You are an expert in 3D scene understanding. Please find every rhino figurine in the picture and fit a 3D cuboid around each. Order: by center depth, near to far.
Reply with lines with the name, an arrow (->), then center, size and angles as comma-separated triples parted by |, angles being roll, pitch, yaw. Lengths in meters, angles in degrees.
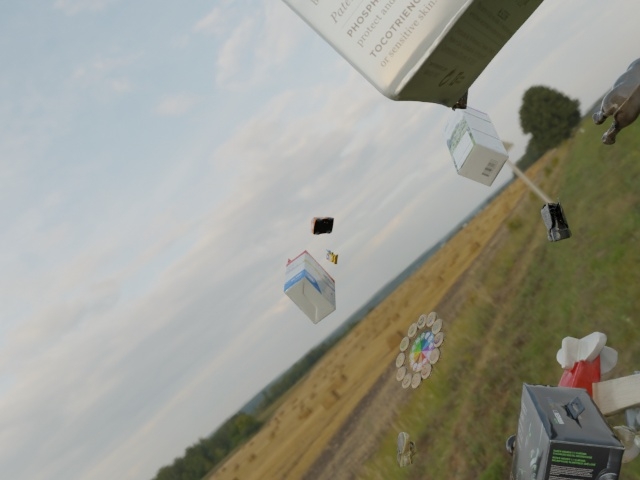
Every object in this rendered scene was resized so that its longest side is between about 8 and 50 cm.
rhino figurine -> 0.583, -0.290, 1.317 | 0.243, 0.073, 0.106 | -49, -14, -17

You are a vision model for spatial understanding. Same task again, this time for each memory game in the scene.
memory game -> 0.224, 0.250, 1.648 | 0.186, 0.012, 0.186 | -53, 23, 33

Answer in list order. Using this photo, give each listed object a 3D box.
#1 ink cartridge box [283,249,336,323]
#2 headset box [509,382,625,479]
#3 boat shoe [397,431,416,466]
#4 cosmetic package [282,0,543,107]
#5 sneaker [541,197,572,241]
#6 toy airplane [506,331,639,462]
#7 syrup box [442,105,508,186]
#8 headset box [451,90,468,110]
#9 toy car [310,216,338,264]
ink cartridge box -> -0.028, 0.118, 2.029 | 0.078, 0.134, 0.231 | -38, 17, 14
headset box -> 0.449, 0.431, 1.363 | 0.246, 0.131, 0.283 | -68, -17, -77
boat shoe -> 0.226, 0.541, 1.890 | 0.045, 0.050, 0.135 | -5, -44, -4
cosmetic package -> 0.111, -0.438, 1.014 | 0.327, 0.394, 0.329 | -50, -13, 22
sneaker -> 0.518, -0.044, 1.598 | 0.051, 0.089, 0.170 | -18, -4, 15
toy airplane -> 0.655, 0.421, 1.762 | 0.384, 0.272, 0.386 | -57, -2, 16
syrup box -> 0.380, -0.243, 1.806 | 0.237, 0.096, 0.093 | -91, 24, -55
headset box -> 0.262, -0.291, 1.397 | 0.062, 0.032, 0.083 | 2, -85, -64
toy car -> 0.000, 0.000, 1.511 | 0.060, 0.040, 0.122 | -27, -54, -35
